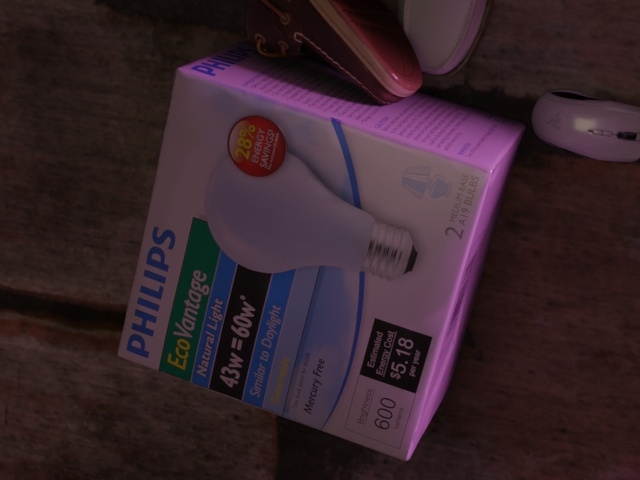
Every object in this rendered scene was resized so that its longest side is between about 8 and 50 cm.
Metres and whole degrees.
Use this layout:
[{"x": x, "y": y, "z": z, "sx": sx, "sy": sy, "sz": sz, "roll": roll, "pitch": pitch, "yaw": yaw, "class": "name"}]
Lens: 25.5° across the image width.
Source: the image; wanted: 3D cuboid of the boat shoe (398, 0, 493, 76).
[{"x": 0.139, "y": -0.323, "z": 1.533, "sx": 0.113, "sy": 0.103, "sz": 0.302, "roll": 14, "pitch": 109, "yaw": 15, "class": "boat shoe"}]

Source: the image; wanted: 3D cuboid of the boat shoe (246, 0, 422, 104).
[{"x": -0.027, "y": -0.255, "z": 1.576, "sx": 0.342, "sy": 0.123, "sz": 0.123, "roll": 47, "pitch": 116, "yaw": 18, "class": "boat shoe"}]

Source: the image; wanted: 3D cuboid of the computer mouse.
[{"x": 0.326, "y": -0.117, "z": 1.562, "sx": 0.193, "sy": 0.042, "sz": 0.106, "roll": 12, "pitch": 109, "yaw": 15, "class": "computer mouse"}]

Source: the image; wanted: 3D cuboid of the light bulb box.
[{"x": 0.000, "y": 0.000, "z": 1.604, "sx": 0.361, "sy": 0.225, "sz": 0.358, "roll": 18, "pitch": 110, "yaw": 12, "class": "light bulb box"}]
